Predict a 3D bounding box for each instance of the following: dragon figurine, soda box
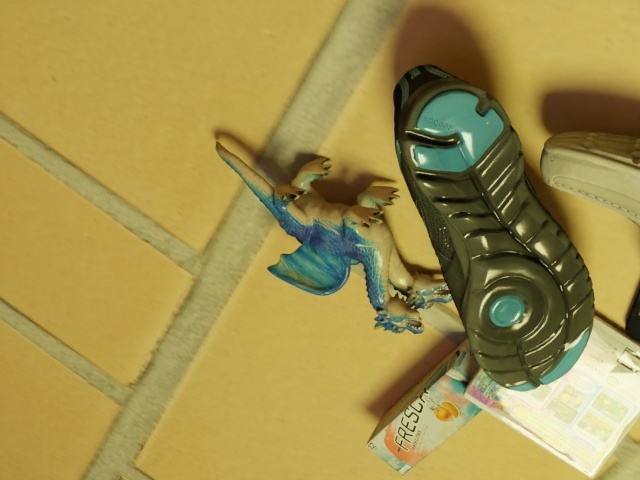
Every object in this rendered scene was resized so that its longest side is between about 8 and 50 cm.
[{"bbox_3d":[0.000,0.000,1.206,0.289,0.085,0.144,19,128,14],"label":"dragon figurine"},{"bbox_3d":[0.126,0.184,1.280,0.058,0.063,0.183,38,131,-1],"label":"soda box"}]

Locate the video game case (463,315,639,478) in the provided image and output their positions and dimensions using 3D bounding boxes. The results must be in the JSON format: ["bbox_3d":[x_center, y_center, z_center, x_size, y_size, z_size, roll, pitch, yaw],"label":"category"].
[{"bbox_3d":[0.247,0.141,1.172,0.157,0.019,0.143,33,104,2],"label":"video game case"}]

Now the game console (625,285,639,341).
[{"bbox_3d":[0.357,0.086,1.072,0.144,0.085,0.124,21,129,15],"label":"game console"}]

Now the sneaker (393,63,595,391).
[{"bbox_3d":[0.161,-0.013,1.091,0.125,0.139,0.340,-22,116,0],"label":"sneaker"}]

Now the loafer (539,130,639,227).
[{"bbox_3d":[0.336,-0.007,0.998,0.320,0.112,0.111,22,114,13],"label":"loafer"}]
